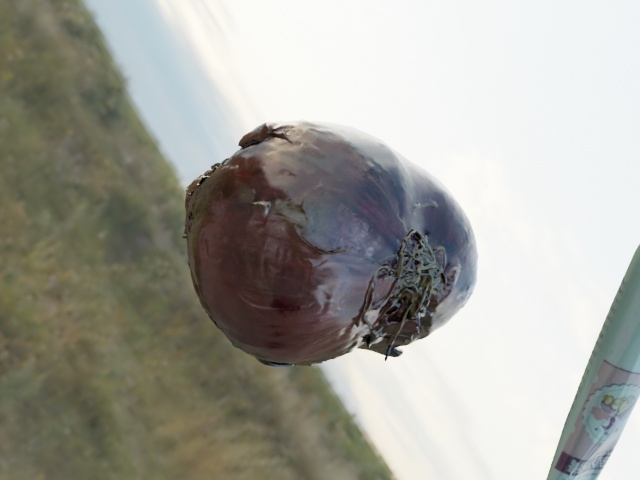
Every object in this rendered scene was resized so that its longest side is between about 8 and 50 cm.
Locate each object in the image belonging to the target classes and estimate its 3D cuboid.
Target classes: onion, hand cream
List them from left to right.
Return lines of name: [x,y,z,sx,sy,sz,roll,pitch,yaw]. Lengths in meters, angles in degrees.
onion: [0.014,0.005,1.404,0.281,0.280,0.221,-136,-128,-74]
hand cream: [0.265,0.120,1.430,0.058,0.331,0.085,34,23,31]
